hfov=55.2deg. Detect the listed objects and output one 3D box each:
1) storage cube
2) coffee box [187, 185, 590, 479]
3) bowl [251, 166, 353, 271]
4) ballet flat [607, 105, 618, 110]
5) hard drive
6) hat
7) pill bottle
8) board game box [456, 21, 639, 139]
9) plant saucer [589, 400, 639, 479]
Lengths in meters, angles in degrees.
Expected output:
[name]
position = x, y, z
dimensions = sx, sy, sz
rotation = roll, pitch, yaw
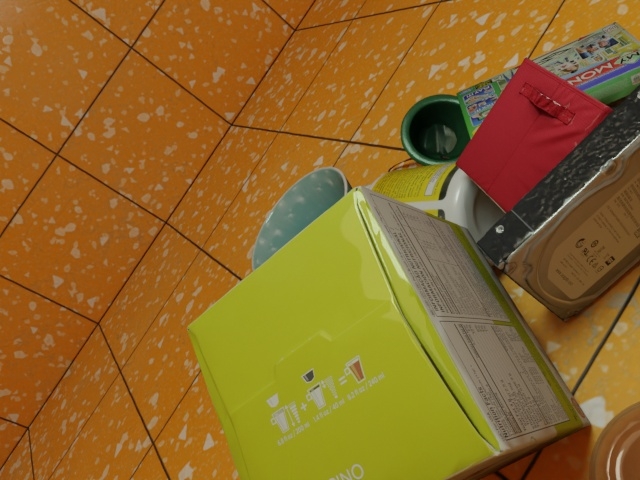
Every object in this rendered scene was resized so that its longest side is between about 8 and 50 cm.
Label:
[storage cube]
position = 0.358, -0.126, 0.921
dimensions = 0.193, 0.215, 0.184
rotation = -60, 37, 24
[coffee box]
position = 0.086, 0.183, 0.837
dimensions = 0.337, 0.334, 0.338
rotation = -39, 61, 25
[bowl]
position = 0.000, 0.000, 1.427
dimensions = 0.311, 0.163, 0.311
rotation = -34, 36, 30
[ballet flat]
position = 0.414, -0.172, 1.101
dimensions = 0.280, 0.095, 0.096
rotation = -11, 40, 37
[hard drive]
position = 0.403, -0.051, 0.835
dimensions = 0.339, 0.237, 0.064
rotation = -46, 42, 12
[hat]
position = 0.271, -0.221, 1.408
dimensions = 0.208, 0.183, 0.173
rotation = 23, 84, 17
[pill bottle]
position = 0.200, -0.048, 1.169
dimensions = 0.334, 0.188, 0.188
rotation = 1, 60, 55
[board game box]
position = 0.417, -0.279, 1.119
dimensions = 0.317, 0.046, 0.213
rotation = -22, 30, 18
[plant saucer]
position = 0.405, 0.271, 0.709
dimensions = 0.200, 0.037, 0.200
rotation = -35, 36, 29
